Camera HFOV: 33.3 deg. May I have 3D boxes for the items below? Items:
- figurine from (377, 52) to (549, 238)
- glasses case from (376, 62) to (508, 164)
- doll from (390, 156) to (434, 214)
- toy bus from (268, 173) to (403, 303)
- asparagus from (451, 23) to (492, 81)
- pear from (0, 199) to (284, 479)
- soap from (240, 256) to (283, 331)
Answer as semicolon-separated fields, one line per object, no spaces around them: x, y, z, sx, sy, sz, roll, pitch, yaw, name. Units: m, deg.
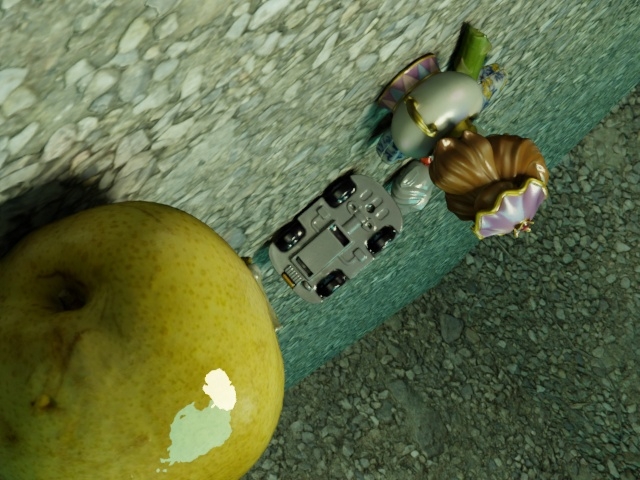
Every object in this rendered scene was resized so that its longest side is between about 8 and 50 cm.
0.193;-0.114;1.402;0.142;0.263;0.189;-44;167;29;figurine
0.183;-0.189;1.595;0.248;0.065;0.087;-34;167;-31;glasses case
0.178;-0.113;1.895;0.180;0.079;0.094;-54;152;7;doll
0.030;-0.006;1.683;0.209;0.126;0.136;-41;178;6;toy bus
0.209;-0.258;1.474;0.045;0.041;0.178;-8;166;-2;asparagus
-0.183;0.116;0.988;0.314;0.314;0.314;-38;169;-9;pear
-0.109;0.127;1.634;0.304;0.169;0.338;-34;174;26;soap
